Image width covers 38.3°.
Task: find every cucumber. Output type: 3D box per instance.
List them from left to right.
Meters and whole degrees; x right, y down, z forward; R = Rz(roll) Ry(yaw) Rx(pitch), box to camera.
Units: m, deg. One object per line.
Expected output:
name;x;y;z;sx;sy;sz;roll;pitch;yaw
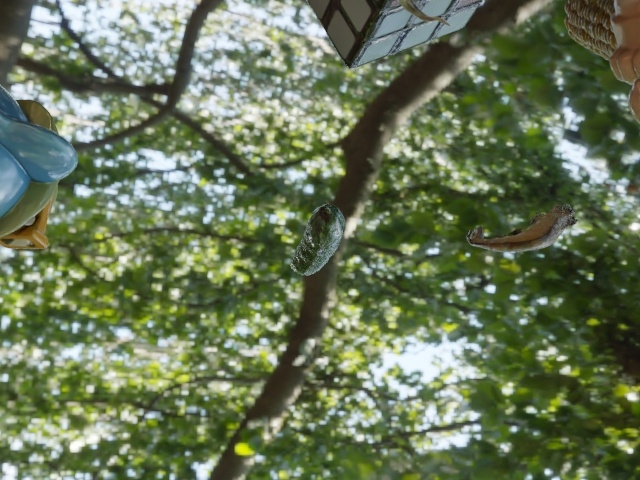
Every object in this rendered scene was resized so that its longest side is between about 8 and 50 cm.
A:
cucumber;0.000;0.000;0.917;0.168;0.039;0.039;120;-34;-63

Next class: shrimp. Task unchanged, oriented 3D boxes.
shrimp;0.255;-0.012;1.181;0.124;0.178;0.034;-3;-73;35

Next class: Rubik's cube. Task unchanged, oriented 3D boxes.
Rubik's cube;0.075;-0.295;0.921;0.161;0.162;0.163;60;-24;12

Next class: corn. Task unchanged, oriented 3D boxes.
corn;0.328;-0.213;0.914;0.310;0.101;0.102;-98;-151;-67

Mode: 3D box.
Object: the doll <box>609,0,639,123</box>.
doll;0.280;-0.133;0.630;0.154;0.119;0.278;-18;-160;19

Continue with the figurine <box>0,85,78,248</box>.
figurine;-0.309;-0.078;0.678;0.180;0.262;0.154;-40;-134;20

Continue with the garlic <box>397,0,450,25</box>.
garlic;0.004;-0.257;0.622;0.128;0.148;0.266;-43;-91;15
